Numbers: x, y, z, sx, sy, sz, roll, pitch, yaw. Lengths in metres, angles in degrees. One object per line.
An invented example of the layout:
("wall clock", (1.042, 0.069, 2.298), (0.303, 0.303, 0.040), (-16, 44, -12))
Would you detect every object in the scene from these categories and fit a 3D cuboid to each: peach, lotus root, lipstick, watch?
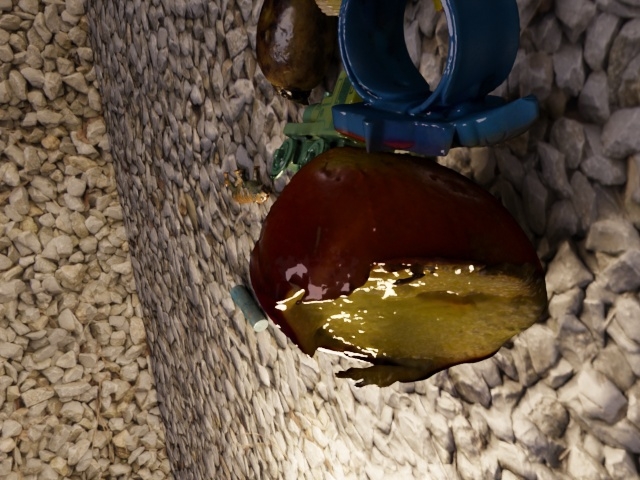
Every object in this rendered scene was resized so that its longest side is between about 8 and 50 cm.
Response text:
("peach", (0.119, 0.036, 1.037), (0.417, 0.353, 0.339), (29, 154, 18))
("lotus root", (-0.050, -0.414, 1.383), (0.169, 0.141, 0.314), (44, 136, 38))
("lipstick", (-0.205, 0.193, 2.000), (0.158, 0.048, 0.048), (49, 141, 39))
("watch", (0.164, -0.263, 0.965), (0.305, 0.241, 0.274), (17, 118, 47))

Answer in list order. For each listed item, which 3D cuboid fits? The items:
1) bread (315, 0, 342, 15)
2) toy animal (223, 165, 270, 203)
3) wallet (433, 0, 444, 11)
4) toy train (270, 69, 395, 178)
("bread", (0.048, -0.490, 1.130), (0.133, 0.179, 0.250), (15, 137, 38))
("toy animal", (-0.203, -0.141, 1.851), (0.241, 0.057, 0.099), (-2, 100, 60))
("wallet", (0.193, -0.476, 1.023), (0.141, 0.067, 0.241), (-17, 91, 56))
("toy train", (0.024, -0.196, 1.329), (0.237, 0.150, 0.369), (-70, 22, 1))
